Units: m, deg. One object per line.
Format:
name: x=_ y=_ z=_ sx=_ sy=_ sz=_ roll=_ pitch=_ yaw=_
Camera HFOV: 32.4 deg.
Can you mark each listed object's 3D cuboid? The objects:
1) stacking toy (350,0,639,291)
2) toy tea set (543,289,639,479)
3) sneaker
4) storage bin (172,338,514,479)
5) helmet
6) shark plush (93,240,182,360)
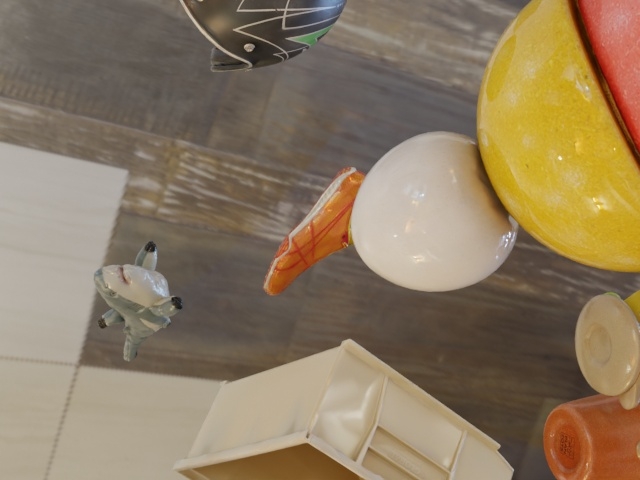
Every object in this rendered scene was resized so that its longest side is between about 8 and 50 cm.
stacking toy: x=0.225 y=-0.098 z=0.737 sx=0.480 sy=0.350 sz=0.350 roll=-23 pitch=127 yaw=24
toy tea set: x=0.312 y=0.198 z=0.896 sx=0.124 sy=0.336 sz=0.200 roll=-1 pitch=130 yaw=-23
sneaker: x=0.000 y=0.000 z=1.226 sx=0.067 sy=0.064 sz=0.175 roll=40 pitch=105 yaw=0
storage bin: x=0.026 y=0.246 z=1.201 sx=0.260 sy=0.262 sz=0.123 roll=37 pitch=55 yaw=-21
helmet: x=-0.054 y=-0.226 z=0.936 sx=0.169 sy=0.161 sz=0.169 roll=1 pitch=87 yaw=-22
shark plush: x=-0.178 y=0.060 z=1.020 sx=0.067 sy=0.161 sz=0.073 roll=-19 pitch=74 yaw=-21
